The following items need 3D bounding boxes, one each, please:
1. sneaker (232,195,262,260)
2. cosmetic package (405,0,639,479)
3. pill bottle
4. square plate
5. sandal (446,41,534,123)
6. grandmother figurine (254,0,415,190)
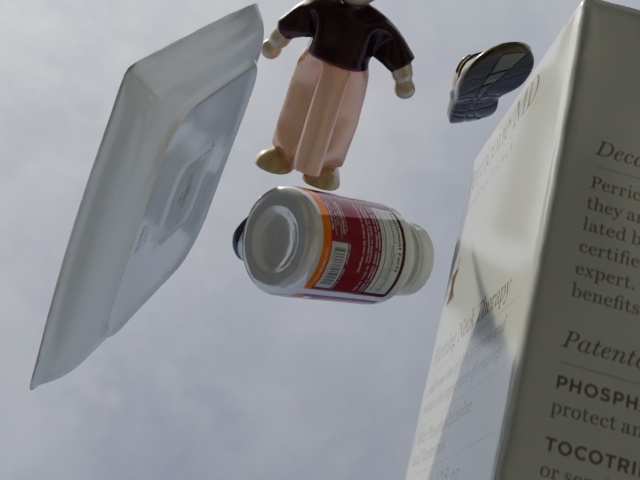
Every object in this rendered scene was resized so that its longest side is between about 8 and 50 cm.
[{"bbox_3d":[0.000,0.000,1.382,0.153,0.282,0.099,28,-68,33],"label":"sneaker"},{"bbox_3d":[0.282,0.088,0.813,0.327,0.329,0.394,16,-111,-2],"label":"cosmetic package"},{"bbox_3d":[0.019,0.008,0.788,0.086,0.152,0.086,-9,-103,44],"label":"pill bottle"},{"bbox_3d":[-0.159,-0.052,1.006,0.049,0.344,0.347,25,-64,3],"label":"square plate"},{"bbox_3d":[0.216,-0.217,1.306,0.090,0.219,0.060,-7,-103,-5],"label":"sandal"},{"bbox_3d":[0.025,-0.233,1.260,0.207,0.342,0.104,14,-150,-4],"label":"grandmother figurine"}]
